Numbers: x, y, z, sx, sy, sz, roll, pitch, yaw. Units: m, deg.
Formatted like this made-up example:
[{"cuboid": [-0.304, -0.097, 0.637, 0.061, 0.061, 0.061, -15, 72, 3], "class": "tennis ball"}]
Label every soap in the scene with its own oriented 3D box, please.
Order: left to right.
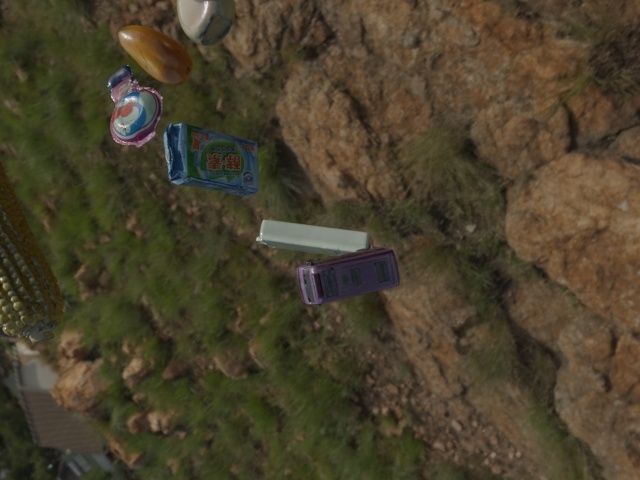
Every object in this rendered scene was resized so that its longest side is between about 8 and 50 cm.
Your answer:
[{"cuboid": [-0.276, -0.205, 1.777, 0.077, 0.293, 0.156, -19, 70, 47], "class": "soap"}]

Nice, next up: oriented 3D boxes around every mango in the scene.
[{"cuboid": [-0.453, -0.512, 1.877, 0.219, 0.112, 0.145, 30, 166, -20], "class": "mango"}]

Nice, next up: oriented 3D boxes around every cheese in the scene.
[{"cuboid": [-0.272, -0.194, 0.990, 0.145, 0.095, 0.038, 61, -170, 28], "class": "cheese"}, {"cuboid": [-0.293, -0.601, 1.632, 0.163, 0.082, 0.286, -39, 65, 40], "class": "cheese"}]

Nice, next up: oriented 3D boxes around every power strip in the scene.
[{"cuboid": [0.000, 0.000, 1.743, 0.338, 0.058, 0.098, 8, 167, 14], "class": "power strip"}]

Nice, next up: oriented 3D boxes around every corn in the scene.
[{"cuboid": [-0.381, -0.013, 0.791, 0.086, 0.086, 0.288, -29, 85, 50], "class": "corn"}]

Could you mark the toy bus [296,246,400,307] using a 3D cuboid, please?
[{"cuboid": [0.051, 0.064, 1.266, 0.098, 0.178, 0.087, -174, 72, -76], "class": "toy bus"}]
